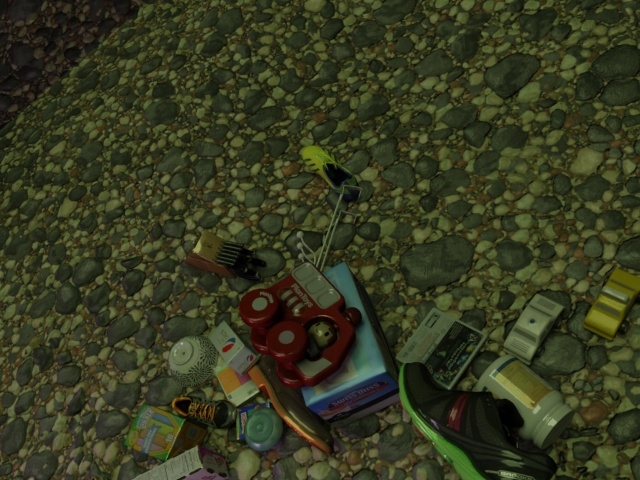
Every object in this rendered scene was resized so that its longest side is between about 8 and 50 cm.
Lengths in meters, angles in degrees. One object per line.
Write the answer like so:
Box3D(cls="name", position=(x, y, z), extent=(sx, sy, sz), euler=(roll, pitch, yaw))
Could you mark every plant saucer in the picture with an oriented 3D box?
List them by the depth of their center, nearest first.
Box3D(cls="plant saucer", position=(-0.162, 0.517, 1.800), extent=(0.119, 0.021, 0.119), euler=(-9, 63, 18))

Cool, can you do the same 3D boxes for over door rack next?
Box3D(cls="over door rack", position=(0.000, 0.000, 1.946), extent=(0.108, 0.239, 0.324), euler=(28, 74, 7))

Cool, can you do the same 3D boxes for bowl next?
Box3D(cls="bowl", position=(-0.408, 0.357, 2.013), extent=(0.170, 0.080, 0.170), euler=(-10, 57, 17))

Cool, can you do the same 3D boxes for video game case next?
Box3D(cls="video game case", position=(0.325, 0.289, 1.756), extent=(0.173, 0.022, 0.190), euler=(27, 63, 33))

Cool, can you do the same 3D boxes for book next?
Box3D(cls="book", position=(-0.245, 0.416, 1.939), extent=(0.096, 0.035, 0.144), euler=(-33, 55, 0))

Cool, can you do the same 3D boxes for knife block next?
Box3D(cls="knife block", position=(-0.307, 0.068, 2.150), extent=(0.088, 0.242, 0.275), euler=(-64, 14, -20))

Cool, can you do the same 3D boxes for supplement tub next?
Box3D(cls="supplement tub", position=(0.489, 0.386, 1.573), extent=(0.144, 0.144, 0.199), euler=(-45, 55, -6))

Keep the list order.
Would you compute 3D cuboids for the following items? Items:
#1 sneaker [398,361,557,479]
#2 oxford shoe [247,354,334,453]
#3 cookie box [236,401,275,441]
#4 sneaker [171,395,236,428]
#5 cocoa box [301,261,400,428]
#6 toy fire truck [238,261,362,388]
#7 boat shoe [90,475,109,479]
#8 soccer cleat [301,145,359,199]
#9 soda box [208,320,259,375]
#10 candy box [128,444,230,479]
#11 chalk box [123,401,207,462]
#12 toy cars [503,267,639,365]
Box3D(cls="sneaker", position=(0.355, 0.433, 1.524), extent=(0.202, 0.185, 0.483), euler=(-44, 39, -3))
Box3D(cls="oxford shoe", position=(-0.065, 0.427, 1.799), extent=(0.132, 0.130, 0.363), euler=(-41, 54, -9))
Box3D(cls="cookie box", position=(-0.183, 0.513, 1.849), extent=(0.107, 0.040, 0.092), euler=(-16, 58, 15))
Box3D(cls="sneaker", position=(-0.338, 0.493, 1.889), extent=(0.214, 0.083, 0.084), euler=(-1, 71, 29))
Box3D(cls="cocoa box", position=(0.053, 0.282, 1.768), extent=(0.231, 0.228, 0.347), euler=(-25, 55, 8))
Box3D(cls="toy fire truck", position=(-0.040, 0.203, 1.627), extent=(0.254, 0.169, 0.302), euler=(-33, 52, -17))
Box3D(cls="boat shoe", position=(-0.655, 0.775, 1.877), extent=(0.068, 0.072, 0.190), euler=(-15, 57, 14))
Box3D(cls="soccer cleat", position=(0.027, -0.244, 2.153), extent=(0.093, 0.121, 0.289), euler=(-40, 54, -2))
Box3D(cls="soda box", position=(-0.258, 0.315, 1.924), extent=(0.074, 0.069, 0.216), euler=(-47, 26, -7))
Box3D(cls="candy box", position=(-0.388, 0.652, 1.783), extent=(0.233, 0.159, 0.071), euler=(-27, 56, 5))
Box3D(cls="chalk box", position=(-0.464, 0.559, 1.887), extent=(0.213, 0.132, 0.132), euler=(10, 66, 29))
Box3D(cls="toy cars", position=(0.643, 0.182, 1.662), extent=(0.393, 0.087, 0.176), euler=(-20, 55, 11))
